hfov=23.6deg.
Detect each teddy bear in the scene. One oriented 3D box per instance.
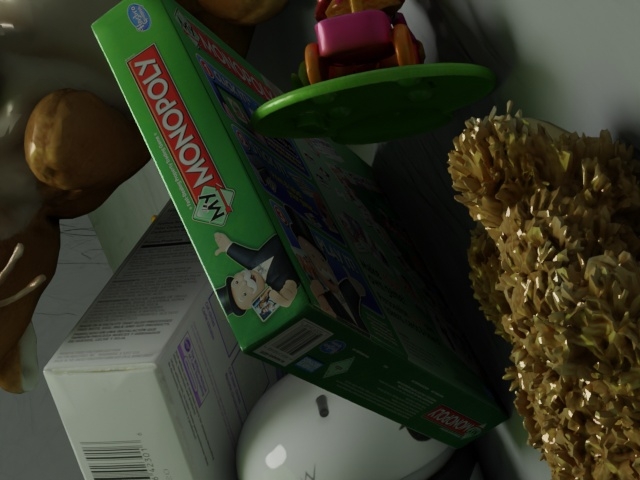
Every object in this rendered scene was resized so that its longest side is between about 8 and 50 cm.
[{"bbox_3d":[0.138,0.092,0.650,0.245,0.113,0.338,96,151,-68],"label":"teddy bear"}]

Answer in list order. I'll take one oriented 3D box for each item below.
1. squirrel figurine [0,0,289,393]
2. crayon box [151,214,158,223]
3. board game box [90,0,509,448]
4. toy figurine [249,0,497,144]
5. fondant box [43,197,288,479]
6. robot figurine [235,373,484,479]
[{"bbox_3d":[-0.232,-0.075,1.187,0.397,0.281,0.370,-165,96,-80],"label":"squirrel figurine"},{"bbox_3d":[-0.122,0.081,1.669,0.318,0.081,0.202,-155,60,-72],"label":"crayon box"},{"bbox_3d":[0.000,0.000,0.906,0.213,0.046,0.317,62,-167,26],"label":"board game box"},{"bbox_3d":[0.019,-0.143,0.825,0.173,0.130,0.159,22,-123,-77],"label":"toy figurine"},{"bbox_3d":[-0.076,0.107,1.209,0.330,0.096,0.238,-60,-40,-56],"label":"fondant box"},{"bbox_3d":[0.046,0.215,1.104,0.209,0.173,0.278,0,113,51],"label":"robot figurine"}]
